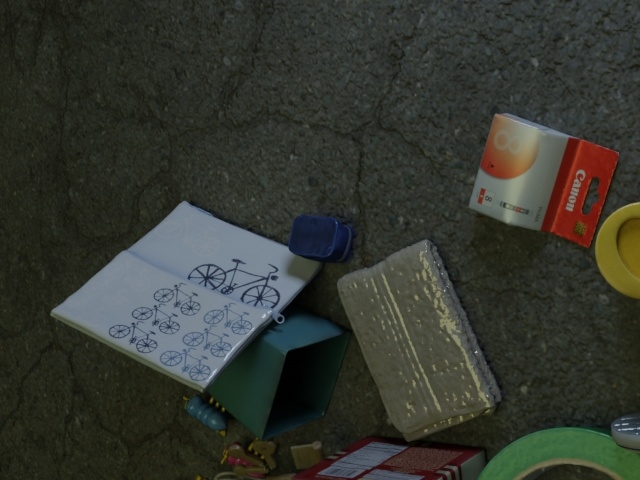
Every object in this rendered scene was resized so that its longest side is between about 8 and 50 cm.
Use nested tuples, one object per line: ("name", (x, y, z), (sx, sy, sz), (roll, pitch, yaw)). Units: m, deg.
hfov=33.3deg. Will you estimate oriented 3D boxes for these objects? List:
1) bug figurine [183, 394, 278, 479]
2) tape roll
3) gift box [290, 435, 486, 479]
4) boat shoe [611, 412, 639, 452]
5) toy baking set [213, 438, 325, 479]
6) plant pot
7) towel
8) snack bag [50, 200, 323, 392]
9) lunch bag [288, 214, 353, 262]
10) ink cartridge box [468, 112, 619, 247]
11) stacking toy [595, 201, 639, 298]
("bug figurine", (-0.185, 0.411, 1.901), (0.216, 0.072, 0.279), (25, 111, 29))
("tape roll", (0.356, 0.417, 1.468), (0.321, 0.077, 0.321), (-6, 79, 30))
("gift box", (0.094, 0.458, 1.596), (0.255, 0.276, 0.258), (-1, 99, 40))
("boat shoe", (0.491, 0.269, 1.375), (0.226, 0.083, 0.076), (-2, 107, 21))
("toy baking set", (-0.070, 0.390, 1.770), (0.197, 0.030, 0.256), (15, 135, -8))
("plant pot", (-0.108, 0.181, 1.755), (0.234, 0.166, 0.165), (29, 114, 31))
("towel", (0.150, 0.155, 1.638), (0.187, 0.049, 0.282), (-27, 82, 34))
("snack bag", (-0.201, 0.073, 1.707), (0.323, 0.342, 0.037), (21, 136, 28))
("lunch bag", (0.000, 0.000, 1.703), (0.098, 0.065, 0.067), (8, 80, 33))
("ink cartridge box", (0.306, -0.082, 1.489), (0.179, 0.045, 0.145), (26, 112, 32))
("stacking toy", (0.526, 0.052, 1.351), (0.279, 0.130, 0.309), (-33, 81, 8))
